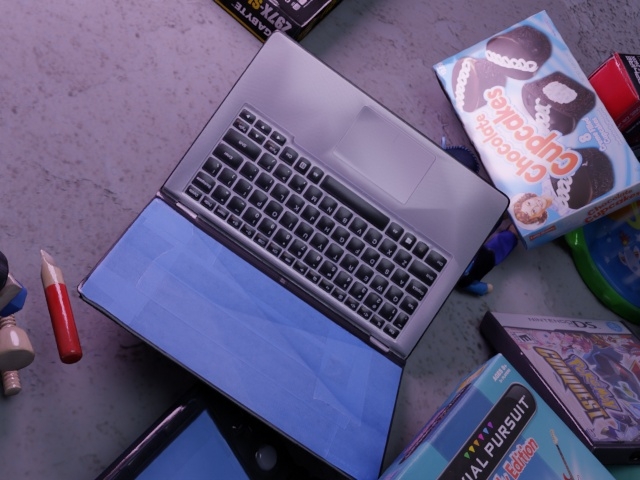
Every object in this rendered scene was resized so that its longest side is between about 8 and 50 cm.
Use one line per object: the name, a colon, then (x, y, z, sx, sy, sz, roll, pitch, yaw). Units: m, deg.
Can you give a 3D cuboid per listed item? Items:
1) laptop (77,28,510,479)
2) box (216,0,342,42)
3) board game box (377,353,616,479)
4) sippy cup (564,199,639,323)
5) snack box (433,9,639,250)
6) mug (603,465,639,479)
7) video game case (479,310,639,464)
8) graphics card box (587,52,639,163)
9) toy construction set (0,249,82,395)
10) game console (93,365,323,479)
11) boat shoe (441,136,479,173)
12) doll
laptop: (0.000, 0.000, 1.179, 0.382, 0.236, 0.408, 35, 83, -7)
box: (-0.059, -0.457, 1.537, 0.257, 0.079, 0.322, 39, 51, -1)
board game box: (0.231, 0.323, 1.082, 0.336, 0.079, 0.254, 48, 44, 4)
sippy cup: (0.531, -0.022, 1.508, 0.305, 0.224, 0.240, -16, 71, -36)
snack box: (0.310, -0.162, 1.456, 0.187, 0.060, 0.322, -26, 61, 6)
mug: (0.374, 0.334, 1.248, 0.129, 0.158, 0.097, 39, 54, -11)
video game case: (0.376, 0.189, 1.332, 0.248, 0.035, 0.275, 6, 29, -26)
graphics card box: (0.537, -0.188, 1.606, 0.371, 0.233, 0.094, -4, 63, -32)
toy construction set: (-0.398, 0.011, 0.998, 0.309, 0.257, 0.237, 18, 39, -44)
game console: (-0.079, 0.298, 0.996, 0.293, 0.173, 0.250, -44, 113, -40)
boat shoe: (0.148, -0.077, 1.412, 0.109, 0.089, 0.258, 50, 48, 8)
doll: (0.211, 0.014, 1.421, 0.189, 0.046, 0.129, -38, 93, -37)
